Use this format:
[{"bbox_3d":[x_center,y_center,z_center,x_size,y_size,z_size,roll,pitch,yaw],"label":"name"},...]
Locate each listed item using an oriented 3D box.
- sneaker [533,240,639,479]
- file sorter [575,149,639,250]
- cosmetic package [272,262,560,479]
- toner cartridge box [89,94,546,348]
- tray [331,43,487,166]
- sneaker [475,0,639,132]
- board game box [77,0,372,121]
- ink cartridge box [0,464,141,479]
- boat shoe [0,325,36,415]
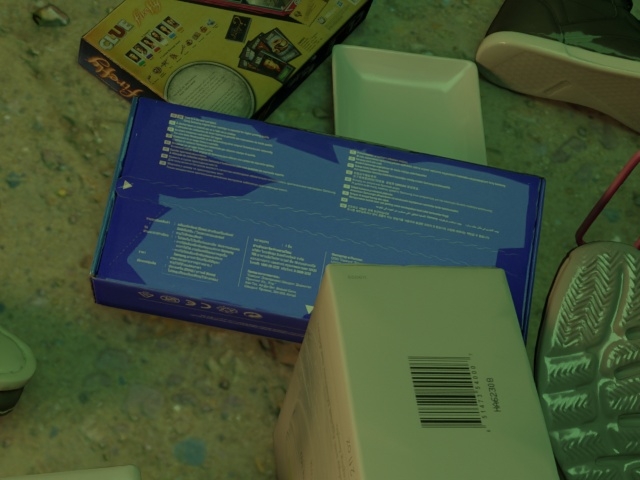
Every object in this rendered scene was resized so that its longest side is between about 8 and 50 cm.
[{"bbox_3d":[0.192,0.163,1.036,0.125,0.180,0.321,0,87,-14],"label":"sneaker"},{"bbox_3d":[0.340,0.084,1.129,0.182,0.202,0.290,1,60,-11],"label":"file sorter"},{"bbox_3d":[0.057,0.171,0.963,0.138,0.224,0.224,1,49,-12],"label":"cosmetic package"},{"bbox_3d":[0.000,0.000,1.119,0.348,0.075,0.165,12,69,-2],"label":"toner cartridge box"},{"bbox_3d":[0.081,-0.057,1.236,0.145,0.030,0.270,6,59,-13],"label":"tray"},{"bbox_3d":[0.309,-0.194,1.333,0.296,0.104,0.146,17,63,0],"label":"sneaker"},{"bbox_3d":[-0.084,-0.198,1.265,0.165,0.042,0.243,37,58,7],"label":"board game box"},{"bbox_3d":[-0.211,0.307,0.890,0.211,0.121,0.289,-3,62,-16],"label":"ink cartridge box"},{"bbox_3d":[-0.365,0.091,0.992,0.305,0.091,0.109,10,22,-12],"label":"boat shoe"}]
